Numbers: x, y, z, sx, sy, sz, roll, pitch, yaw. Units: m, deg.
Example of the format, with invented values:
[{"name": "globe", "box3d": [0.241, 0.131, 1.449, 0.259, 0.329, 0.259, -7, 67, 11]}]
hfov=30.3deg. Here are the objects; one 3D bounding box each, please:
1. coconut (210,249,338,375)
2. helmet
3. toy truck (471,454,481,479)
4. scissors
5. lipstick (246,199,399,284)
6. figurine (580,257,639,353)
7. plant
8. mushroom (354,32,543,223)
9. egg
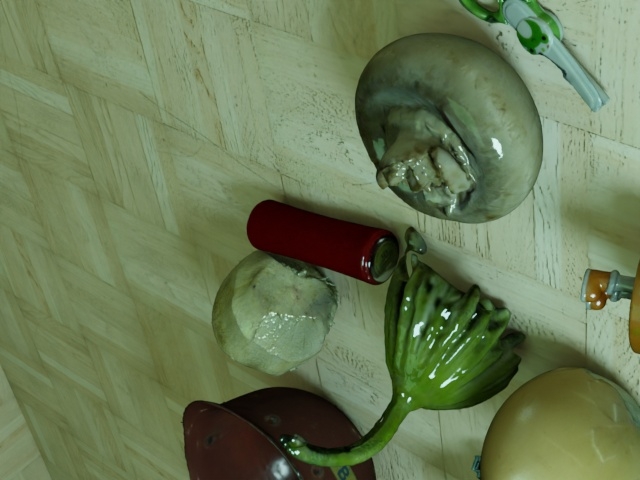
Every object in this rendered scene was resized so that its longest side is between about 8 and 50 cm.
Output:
[{"name": "coconut", "box3d": [-0.074, 0.111, 1.771, 0.194, 0.194, 0.194, 32, 144, 26]}, {"name": "helmet", "box3d": [-0.040, 0.372, 1.953, 0.337, 0.230, 0.385, 0, 116, 51]}, {"name": "toy truck", "box3d": [0.276, 0.404, 1.719, 0.178, 0.115, 0.080, 39, 155, -29]}, {"name": "scissors", "box3d": [0.221, -0.214, 1.198, 0.204, 0.027, 0.101, 49, 151, 5]}, {"name": "lipstick", "box3d": [0.000, 0.000, 1.651, 0.241, 0.080, 0.080, 16, 136, 41]}, {"name": "figurine", "box3d": [0.403, 0.062, 1.192, 0.271, 0.143, 0.143, -8, 122, 22]}, {"name": "plant", "box3d": [0.096, 0.184, 1.514, 0.251, 0.333, 0.180, 51, 166, -26]}, {"name": "mushroom", "box3d": [0.130, -0.113, 1.279, 0.226, 0.178, 0.226, 38, 157, 20]}, {"name": "egg", "box3d": [0.295, 0.263, 1.429, 0.201, 0.244, 0.201, 25, 127, 39]}]
